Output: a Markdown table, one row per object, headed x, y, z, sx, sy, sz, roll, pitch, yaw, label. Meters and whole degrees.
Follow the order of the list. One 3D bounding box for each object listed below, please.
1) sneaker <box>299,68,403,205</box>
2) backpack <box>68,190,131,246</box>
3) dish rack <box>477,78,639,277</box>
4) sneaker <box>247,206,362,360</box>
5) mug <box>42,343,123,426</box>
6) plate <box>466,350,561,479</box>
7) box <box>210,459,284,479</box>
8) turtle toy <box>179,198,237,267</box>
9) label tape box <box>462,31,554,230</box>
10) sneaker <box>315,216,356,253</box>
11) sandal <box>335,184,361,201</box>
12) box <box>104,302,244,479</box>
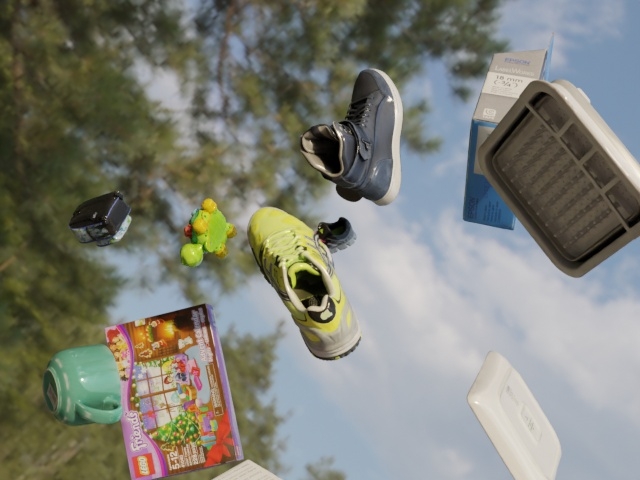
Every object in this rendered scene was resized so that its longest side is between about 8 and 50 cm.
| x | y | z | sx | sy | sz | roll | pitch | yaw | label |
| --- | --- | --- | --- | --- | --- | --- | --- | --- | --- |
| 0.045 | -0.178 | 1.622 | 0.086 | 0.226 | 0.163 | -23 | -29 | 39 | sneaker |
| -0.459 | -0.038 | 2.252 | 0.114 | 0.105 | 0.084 | -11 | -52 | 25 | backpack |
| 0.403 | -0.104 | 1.748 | 0.285 | 0.072 | 0.333 | 53 | -21 | 9 | dish rack |
| -0.034 | 0.050 | 2.085 | 0.384 | 0.145 | 0.147 | 54 | -11 | 39 | sneaker |
| -0.391 | 0.238 | 1.764 | 0.158 | 0.097 | 0.129 | -15 | -98 | 57 | mug |
| 0.402 | 0.371 | 2.156 | 0.045 | 0.277 | 0.278 | -31 | -87 | 24 | plate |
| -0.143 | 0.488 | 1.766 | 0.119 | 0.182 | 0.181 | 22 | -62 | 35 | box |
| -0.211 | -0.007 | 1.950 | 0.066 | 0.130 | 0.095 | -8 | -46 | 33 | turtle toy |
| 0.358 | -0.219 | 2.061 | 0.106 | 0.333 | 0.240 | 11 | -47 | 13 | label tape box |
| 0.000 | 0.000 | 2.346 | 0.063 | 0.170 | 0.074 | 49 | -22 | 40 | sneaker |
| 0.089 | -0.145 | 2.432 | 0.067 | 0.040 | 0.179 | 37 | -37 | 1 | sandal |
| -0.269 | 0.280 | 1.979 | 0.057 | 0.201 | 0.293 | 48 | 28 | -76 | box |
